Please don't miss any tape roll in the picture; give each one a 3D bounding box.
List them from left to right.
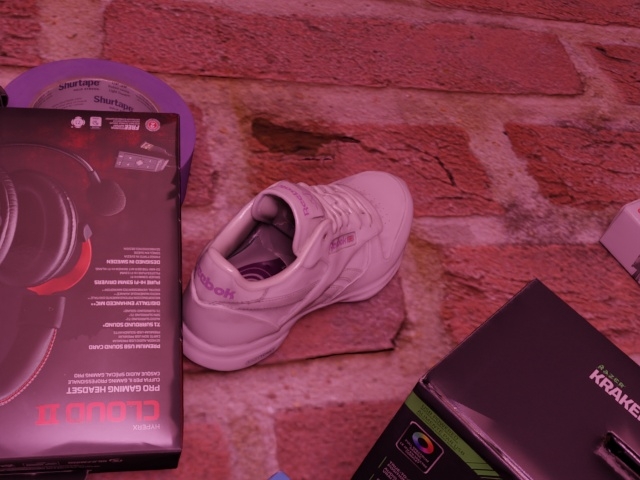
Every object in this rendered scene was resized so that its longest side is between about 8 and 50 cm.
[{"bbox_3d":[-0.222,-0.089,0.777,0.189,0.080,0.189,10,48,-11],"label":"tape roll"}]

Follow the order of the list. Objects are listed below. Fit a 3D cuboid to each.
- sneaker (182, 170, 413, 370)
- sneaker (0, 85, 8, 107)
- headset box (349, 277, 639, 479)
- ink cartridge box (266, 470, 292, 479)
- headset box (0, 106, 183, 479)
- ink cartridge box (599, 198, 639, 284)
[{"bbox_3d":[0.000,0.000,0.727,0.114,0.152,0.305,38,48,18],"label":"sneaker"},{"bbox_3d":[-0.350,-0.147,0.718,0.104,0.296,0.147,-44,98,0],"label":"sneaker"},{"bbox_3d":[0.150,0.202,0.516,0.131,0.283,0.246,-32,67,-37],"label":"headset box"},{"bbox_3d":[-0.011,0.316,0.420,0.270,0.197,0.198,41,50,16],"label":"ink cartridge box"},{"bbox_3d":[-0.213,0.053,0.587,0.218,0.110,0.293,1,68,-12],"label":"headset box"},{"bbox_3d":[0.418,0.019,0.909,0.109,0.063,0.150,-17,58,-30],"label":"ink cartridge box"}]
